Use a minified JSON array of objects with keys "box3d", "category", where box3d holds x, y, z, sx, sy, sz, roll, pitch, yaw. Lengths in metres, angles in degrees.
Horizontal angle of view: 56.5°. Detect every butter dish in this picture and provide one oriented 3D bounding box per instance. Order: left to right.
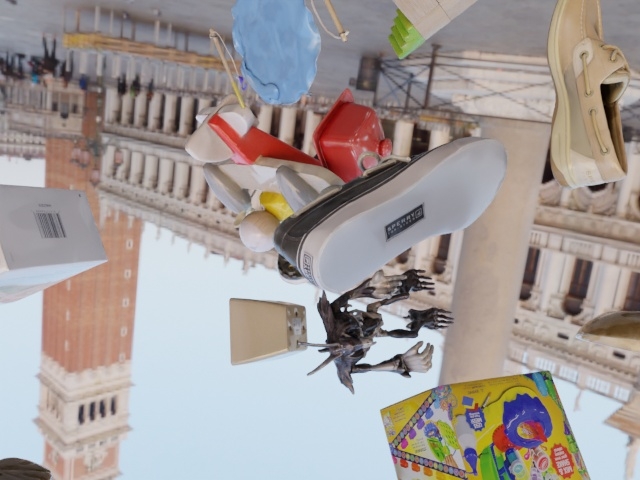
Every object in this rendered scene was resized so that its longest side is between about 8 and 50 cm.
[{"box3d":[0.075,-0.174,1.098,0.118,0.160,0.160,11,-129,30],"category":"butter dish"}]

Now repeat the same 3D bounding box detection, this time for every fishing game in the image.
[{"box3d":[-0.062,-0.293,0.875,0.041,0.189,0.264,-28,-176,-40],"category":"fishing game"}]

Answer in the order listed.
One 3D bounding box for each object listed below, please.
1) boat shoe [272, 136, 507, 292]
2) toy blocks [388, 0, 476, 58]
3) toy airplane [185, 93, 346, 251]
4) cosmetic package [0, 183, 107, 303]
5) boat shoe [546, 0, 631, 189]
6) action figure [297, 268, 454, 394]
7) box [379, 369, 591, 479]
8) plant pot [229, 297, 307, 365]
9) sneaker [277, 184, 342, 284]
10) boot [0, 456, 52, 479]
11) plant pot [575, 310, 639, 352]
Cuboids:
[{"box3d":[0.086,-0.046,0.687,0.306,0.113,0.105,-33,-140,-23],"category":"boat shoe"},{"box3d":[0.188,-0.455,0.799,0.381,0.191,0.260,-33,150,24],"category":"toy blocks"},{"box3d":[-0.110,-0.114,1.220,0.384,0.273,0.386,19,176,8],"category":"toy airplane"},{"box3d":[-0.513,0.018,0.950,0.224,0.138,0.224,-21,176,16],"category":"cosmetic package"},{"box3d":[0.387,-0.224,0.840,0.109,0.303,0.098,15,166,-42],"category":"boat shoe"},{"box3d":[0.096,0.124,0.906,0.140,0.164,0.275,-20,-179,43],"category":"action figure"},{"box3d":[0.298,0.397,1.045,0.289,0.279,0.177,2,153,-34],"category":"box"},{"box3d":[-0.080,0.148,0.983,0.096,0.109,0.109,-6,170,25],"category":"plant pot"},{"box3d":[0.000,0.000,0.923,0.085,0.086,0.237,15,-143,14],"category":"sneaker"},{"box3d":[-0.401,0.371,0.633,0.095,0.204,0.262,21,180,-1],"category":"boot"},{"box3d":[0.380,0.102,0.586,0.236,0.033,0.236,12,172,2],"category":"plant pot"}]
